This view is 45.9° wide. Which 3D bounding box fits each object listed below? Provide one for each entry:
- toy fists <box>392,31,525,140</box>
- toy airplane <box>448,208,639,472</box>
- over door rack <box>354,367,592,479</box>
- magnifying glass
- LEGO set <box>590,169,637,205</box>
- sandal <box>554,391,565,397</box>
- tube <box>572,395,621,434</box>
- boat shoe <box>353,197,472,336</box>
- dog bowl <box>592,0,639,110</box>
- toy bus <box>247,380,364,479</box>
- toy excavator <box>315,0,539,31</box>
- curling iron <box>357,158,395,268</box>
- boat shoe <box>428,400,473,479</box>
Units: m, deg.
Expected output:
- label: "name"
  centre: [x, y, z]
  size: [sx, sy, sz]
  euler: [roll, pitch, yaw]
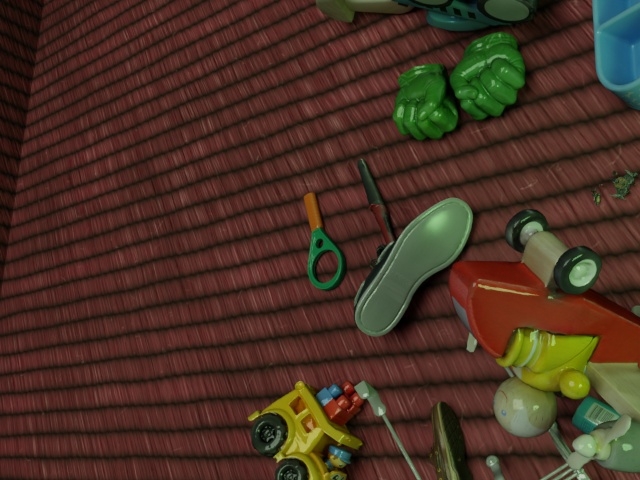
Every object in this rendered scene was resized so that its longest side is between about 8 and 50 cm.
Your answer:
- label: "toy fists"
  centre: [0.258, -0.286, 1.445]
  size: [0.279, 0.096, 0.142]
  euler: [-18, 66, 35]
- label: "toy airplane"
  centre: [0.351, 0.161, 1.037]
  size: [0.384, 0.386, 0.272]
  euler: [37, 102, 16]
- label: "over door rack"
  centre: [0.243, 0.310, 1.201]
  size: [0.240, 0.108, 0.324]
  euler: [-34, 64, 5]
- label: "magnifying glass"
  centre: [0.000, 0.000, 1.625]
  size: [0.092, 0.026, 0.231]
  euler: [-31, 59, 30]
- label: "LEGO set"
  centre: [0.485, -0.087, 1.237]
  size: [0.083, 0.023, 0.054]
  euler: [-15, 64, 51]
- label: "sandal"
  centre: [0.353, 0.143, 1.252]
  size: [0.079, 0.088, 0.240]
  euler: [-31, 60, -8]
- label: "tube"
  centre: [0.471, 0.303, 1.101]
  size: [0.207, 0.052, 0.080]
  euler: [32, 103, 37]
- label: "boat shoe"
  centre: [0.163, 0.041, 1.415]
  size: [0.302, 0.114, 0.091]
  euler: [-47, 10, 3]
- label: "dog bowl"
  centre: [0.518, -0.358, 1.219]
  size: [0.166, 0.074, 0.297]
  euler: [-25, 59, 59]
- label: "toy bus"
  centre: [0.003, 0.374, 1.433]
  size: [0.211, 0.149, 0.220]
  euler: [-40, 54, 5]
- label: "toy excavator"
  centre: [0.206, -0.514, 1.501]
  size: [0.433, 0.445, 0.222]
  euler: [14, 82, 1]
- label: "curling iron"
  centre: [0.109, -0.054, 1.537]
  size: [0.068, 0.035, 0.274]
  euler: [-30, 59, 30]
- label: "boat shoe"
  centre: [0.212, 0.366, 1.290]
  size: [0.060, 0.064, 0.178]
  euler: [-24, 64, 31]
